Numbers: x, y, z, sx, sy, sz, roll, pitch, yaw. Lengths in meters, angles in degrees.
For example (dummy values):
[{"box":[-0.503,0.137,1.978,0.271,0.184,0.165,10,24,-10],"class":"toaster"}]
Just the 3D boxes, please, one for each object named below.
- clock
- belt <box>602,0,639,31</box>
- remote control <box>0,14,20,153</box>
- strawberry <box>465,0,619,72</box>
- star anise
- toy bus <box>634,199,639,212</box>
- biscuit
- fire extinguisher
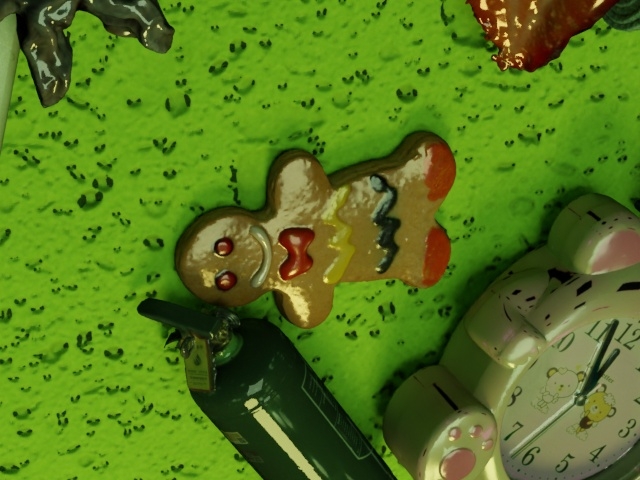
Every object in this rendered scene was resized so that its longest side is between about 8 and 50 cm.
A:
[{"box":[0.235,0.131,1.448,0.284,0.114,0.309,33,97,-32],"class":"clock"},{"box":[0.278,-0.250,1.259,0.082,0.147,0.163,-7,146,-25],"class":"belt"},{"box":[-0.273,-0.111,1.139,0.098,0.038,0.233,5,112,-27],"class":"remote control"},{"box":[0.192,-0.244,1.230,0.174,0.098,0.228,0,132,16],"class":"strawberry"},{"box":[-0.183,-0.218,1.050,0.212,0.129,0.282,-5,119,-34],"class":"star anise"},{"box":[0.452,-0.055,1.435,0.288,0.138,0.175,8,110,-28],"class":"toy bus"},{"box":[0.000,0.000,1.321,0.250,0.036,0.165,-11,118,-19],"class":"biscuit"},{"box":[-0.037,0.155,1.349,0.311,0.114,0.095,55,51,-36],"class":"fire extinguisher"}]
